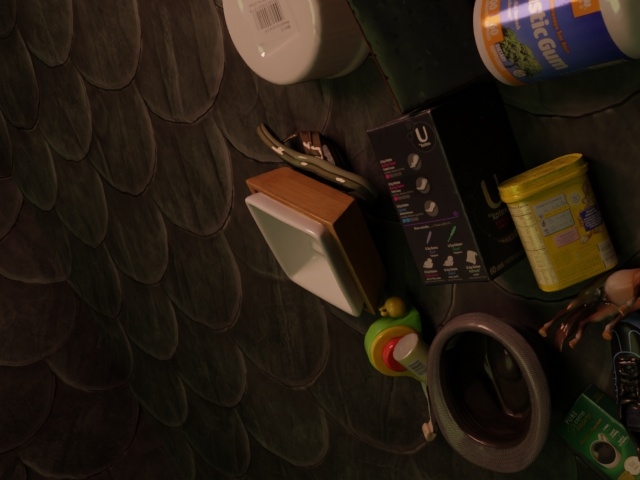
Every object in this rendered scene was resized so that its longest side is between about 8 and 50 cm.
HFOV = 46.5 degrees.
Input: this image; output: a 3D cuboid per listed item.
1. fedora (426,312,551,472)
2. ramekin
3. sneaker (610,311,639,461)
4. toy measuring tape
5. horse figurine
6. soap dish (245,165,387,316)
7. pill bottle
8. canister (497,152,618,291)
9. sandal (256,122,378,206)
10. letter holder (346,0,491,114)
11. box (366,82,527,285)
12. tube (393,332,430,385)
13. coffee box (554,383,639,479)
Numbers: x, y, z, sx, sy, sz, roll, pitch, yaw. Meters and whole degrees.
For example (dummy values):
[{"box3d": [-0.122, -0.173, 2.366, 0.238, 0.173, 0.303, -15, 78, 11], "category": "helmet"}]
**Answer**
[{"box3d": [0.310, 0.245, 1.289, 0.244, 0.124, 0.275, -2, 102, 47], "category": "fedora"}, {"box3d": [-0.045, -0.403, 1.285, 0.277, 0.135, 0.277, 27, 131, 37], "category": "ramekin"}, {"box3d": [0.479, 0.222, 1.108, 0.081, 0.090, 0.232, -14, 102, 52], "category": "sneaker"}, {"box3d": [0.155, 0.262, 1.480, 0.121, 0.121, 0.329, 12, 121, 45], "category": "toy measuring tape"}, {"box3d": [0.421, 0.086, 1.056, 0.066, 0.174, 0.263, 54, 155, 4], "category": "horse figurine"}, {"box3d": [0.000, 0.000, 1.431, 0.229, 0.118, 0.290, 27, 157, 37], "category": "soap dish"}, {"box3d": [0.336, -0.286, 0.903, 0.272, 0.152, 0.152, -4, 109, 51], "category": "pill bottle"}, {"box3d": [0.347, -0.024, 1.084, 0.073, 0.126, 0.169, -100, -13, -80], "category": "canister"}, {"box3d": [0.001, -0.157, 1.430, 0.303, 0.086, 0.120, 30, 176, 31], "category": "sandal"}, {"box3d": [0.137, -0.368, 1.099, 0.152, 0.214, 0.301, -23, 102, 22], "category": "letter holder"}, {"box3d": [0.215, -0.084, 1.159, 0.143, 0.165, 0.270, -10, 105, 52], "category": "box"}, {"box3d": [0.238, 0.267, 1.401, 0.240, 0.062, 0.070, 42, -171, -18], "category": "tube"}, {"box3d": [0.485, 0.332, 1.211, 0.184, 0.040, 0.113, 39, 137, 26], "category": "coffee box"}]
